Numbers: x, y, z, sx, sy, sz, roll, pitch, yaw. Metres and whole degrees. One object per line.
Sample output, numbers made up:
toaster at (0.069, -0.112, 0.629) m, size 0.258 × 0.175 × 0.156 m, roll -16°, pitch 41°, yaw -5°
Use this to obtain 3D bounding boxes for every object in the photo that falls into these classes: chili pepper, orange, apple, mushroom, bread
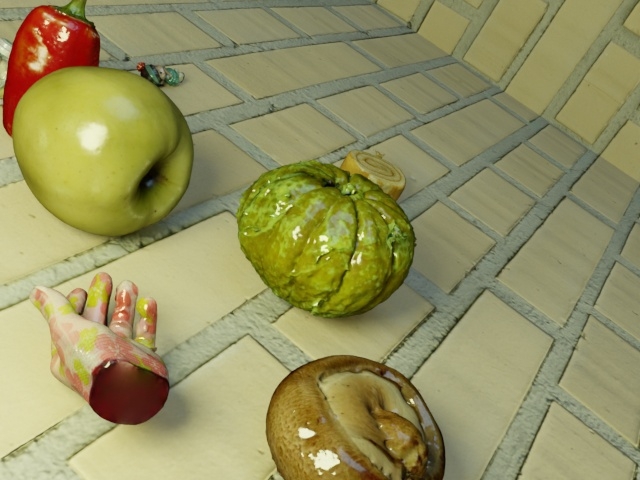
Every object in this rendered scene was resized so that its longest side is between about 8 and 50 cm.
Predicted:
chili pepper at (-0.417, -0.306, 1.112) m, size 0.134 × 0.338 × 0.131 m, roll 43°, pitch 32°, yaw 27°
orange at (0.000, 0.000, 1.134) m, size 0.301 × 0.223 × 0.300 m, roll 25°, pitch 21°, yaw -1°
apple at (-0.323, -0.133, 1.045) m, size 0.262 × 0.262 × 0.262 m, roll 21°, pitch 33°, yaw -14°
mushroom at (0.044, 0.253, 0.871) m, size 0.253 × 0.153 × 0.253 m, roll 29°, pitch 25°, yaw -15°
bread at (0.121, -0.144, 1.567) m, size 0.149 × 0.073 × 0.122 m, roll 17°, pitch 36°, yaw -19°

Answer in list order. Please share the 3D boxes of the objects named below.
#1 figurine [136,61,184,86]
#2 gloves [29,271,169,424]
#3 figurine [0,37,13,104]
figurine at (-0.350, -0.365, 1.524) m, size 0.106 × 0.047 × 0.060 m, roll -16°, pitch 70°, yaw -54°
gloves at (-0.269, 0.126, 0.845) m, size 0.145 × 0.126 × 0.241 m, roll 0°, pitch 14°, yaw -32°
figurine at (-0.594, -0.315, 1.181) m, size 0.183 × 0.128 × 0.208 m, roll 34°, pitch 6°, yaw -46°
